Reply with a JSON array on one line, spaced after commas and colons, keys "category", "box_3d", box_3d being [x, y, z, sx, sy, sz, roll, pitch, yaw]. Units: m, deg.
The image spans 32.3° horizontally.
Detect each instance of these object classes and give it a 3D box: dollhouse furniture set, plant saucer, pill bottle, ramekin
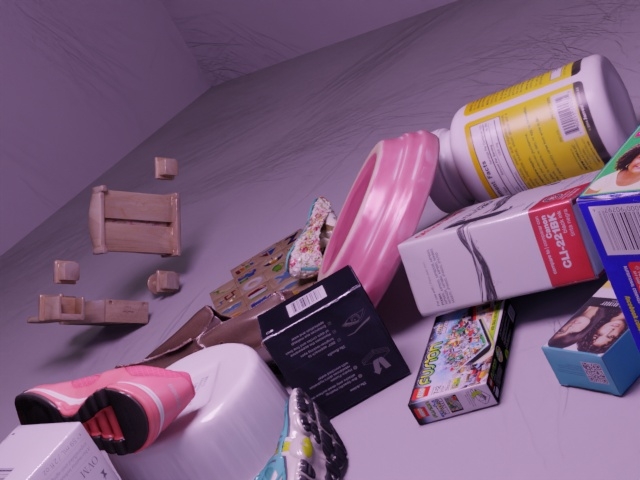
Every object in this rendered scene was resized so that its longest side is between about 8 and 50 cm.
[{"category": "dollhouse furniture set", "box_3d": [-0.463, -0.003, 2.302, 0.303, 0.355, 0.174, 5, -9, -44]}, {"category": "plant saucer", "box_3d": [0.081, -0.028, 1.736, 0.332, 0.084, 0.332, -157, 90, -83]}, {"category": "pill bottle", "box_3d": [0.335, -0.161, 1.811, 0.334, 0.188, 0.188, -19, 22, 28]}, {"category": "ramekin", "box_3d": [-0.166, 0.268, 1.555, 0.277, 0.135, 0.277, -27, 19, 10]}]

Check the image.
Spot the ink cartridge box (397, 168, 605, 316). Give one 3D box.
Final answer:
[{"category": "ink cartridge box", "box_3d": [0.275, 0.002, 1.542, 0.273, 0.114, 0.197, -17, 7, 35]}]

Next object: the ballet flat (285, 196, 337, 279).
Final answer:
[{"category": "ballet flat", "box_3d": [0.000, 0.000, 2.058, 0.077, 0.091, 0.241, 8, 35, 11]}]

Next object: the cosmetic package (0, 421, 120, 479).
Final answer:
[{"category": "cosmetic package", "box_3d": [-0.352, 0.387, 1.391, 0.138, 0.225, 0.224, -9, 28, 38]}]

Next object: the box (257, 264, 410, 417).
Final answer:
[{"category": "box", "box_3d": [0.017, 0.146, 1.553, 0.156, 0.158, 0.093, -29, 20, 1]}]

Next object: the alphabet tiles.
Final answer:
[{"category": "alphabet tiles", "box_3d": [-0.074, 0.065, 2.112, 0.285, 0.011, 0.342, -31, 19, -3]}]

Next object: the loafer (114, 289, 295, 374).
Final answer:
[{"category": "loafer", "box_3d": [-0.170, 0.171, 1.754, 0.366, 0.130, 0.134, -17, -19, 14]}]

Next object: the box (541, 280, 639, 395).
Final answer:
[{"category": "box", "box_3d": [0.384, 0.082, 1.332, 0.244, 0.060, 0.100, -39, 21, -25]}]

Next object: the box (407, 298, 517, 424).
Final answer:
[{"category": "box", "box_3d": [0.191, 0.155, 1.466, 0.114, 0.036, 0.207, -21, 22, 26]}]

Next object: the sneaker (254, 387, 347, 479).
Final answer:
[{"category": "sneaker", "box_3d": [-0.039, 0.283, 1.395, 0.110, 0.107, 0.275, -34, 17, 18]}]

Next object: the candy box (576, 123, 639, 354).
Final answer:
[{"category": "candy box", "box_3d": [0.438, -0.025, 1.206, 0.122, 0.268, 0.317, -4, 32, 45]}]

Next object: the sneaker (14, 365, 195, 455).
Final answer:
[{"category": "sneaker", "box_3d": [-0.289, 0.232, 1.501, 0.314, 0.116, 0.136, -11, 10, 41]}]
